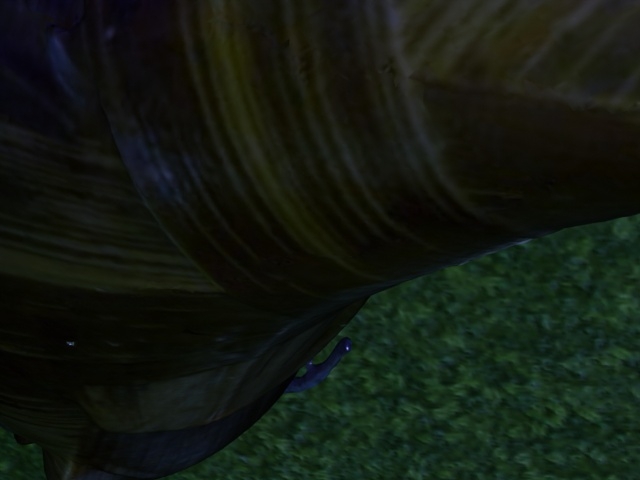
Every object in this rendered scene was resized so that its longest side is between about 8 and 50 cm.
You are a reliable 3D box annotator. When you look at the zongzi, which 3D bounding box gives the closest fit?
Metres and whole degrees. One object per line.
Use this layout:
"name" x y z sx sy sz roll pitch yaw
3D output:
"zongzi" 0.000 0.000 0.623 0.432 0.208 0.403 30 150 32
